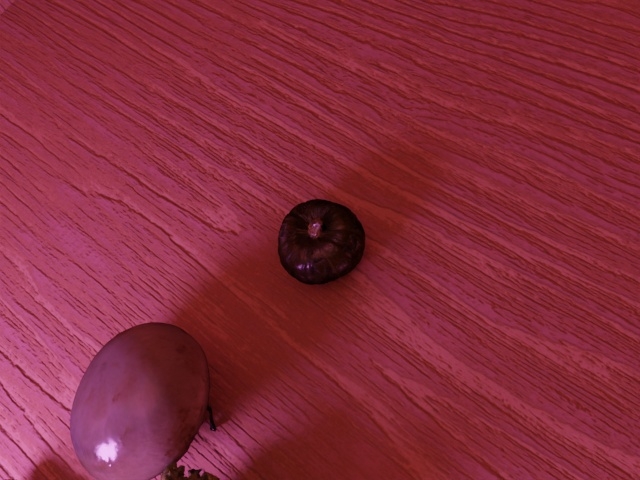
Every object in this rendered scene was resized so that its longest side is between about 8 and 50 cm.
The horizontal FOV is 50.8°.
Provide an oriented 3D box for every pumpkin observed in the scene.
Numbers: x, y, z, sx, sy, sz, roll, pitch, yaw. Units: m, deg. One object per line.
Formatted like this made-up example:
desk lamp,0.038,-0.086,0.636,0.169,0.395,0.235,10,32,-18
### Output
pumpkin,0.000,0.000,1.604,0.219,0.162,0.219,-6,60,10

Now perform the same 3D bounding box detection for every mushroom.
mushroom,-0.374,0.367,1.495,0.362,0.295,0.362,-28,45,33

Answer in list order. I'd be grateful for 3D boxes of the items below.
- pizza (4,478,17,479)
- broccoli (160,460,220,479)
pizza,-0.631,0.675,1.496,0.226,0.086,0.335,-27,62,-3
broccoli,-0.213,0.616,1.294,0.348,0.281,0.293,15,68,19
